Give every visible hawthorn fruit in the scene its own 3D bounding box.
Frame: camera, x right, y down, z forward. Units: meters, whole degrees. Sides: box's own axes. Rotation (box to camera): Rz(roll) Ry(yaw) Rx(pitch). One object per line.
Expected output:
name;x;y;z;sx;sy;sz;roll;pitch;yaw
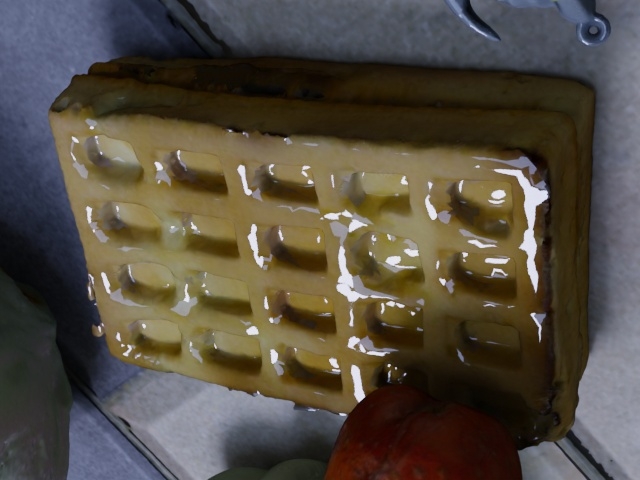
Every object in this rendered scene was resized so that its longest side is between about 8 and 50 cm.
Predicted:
hawthorn fruit;0.055;0.141;0.644;0.128;0.128;0.128;13;126;19

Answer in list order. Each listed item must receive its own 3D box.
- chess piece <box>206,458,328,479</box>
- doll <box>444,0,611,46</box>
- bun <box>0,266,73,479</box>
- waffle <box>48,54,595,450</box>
chess piece;0.004;0.215;0.832;0.251;0.144;0.144;-13;114;39
doll;0.089;-0.180;0.568;0.104;0.062;0.195;-35;98;-5
bun;-0.297;0.090;0.870;0.293;0.187;0.293;30;157;14
waffle;0.000;0.000;0.713;0.327;0.098;0.224;8;123;25
